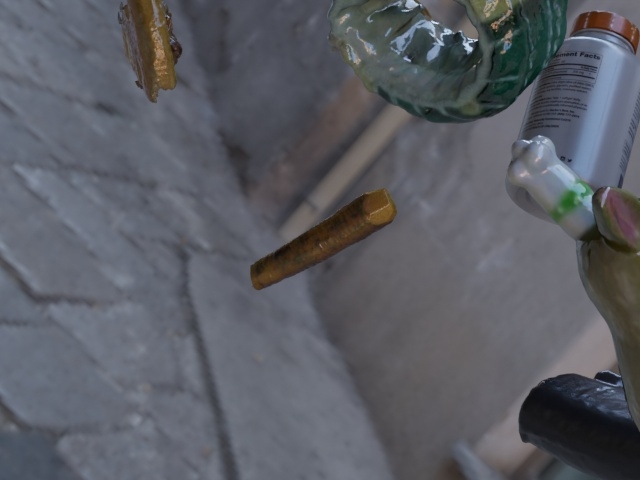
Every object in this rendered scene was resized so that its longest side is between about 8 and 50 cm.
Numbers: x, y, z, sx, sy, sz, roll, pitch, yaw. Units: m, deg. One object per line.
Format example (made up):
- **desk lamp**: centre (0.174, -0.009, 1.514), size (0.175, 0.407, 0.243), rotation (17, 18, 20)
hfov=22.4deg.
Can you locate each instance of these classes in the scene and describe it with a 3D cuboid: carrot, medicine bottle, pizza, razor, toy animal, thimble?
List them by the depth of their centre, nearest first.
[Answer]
- **toy animal**: centre (0.335, 0.041, 1.543), size (0.363, 0.180, 0.181), rotation (66, -18, -7)
- **carrot**: centre (0.000, 0.000, 1.652), size (0.042, 0.170, 0.042), rotation (53, 18, -25)
- **razor**: centre (0.403, 0.238, 1.900), size (0.326, 0.107, 0.189), rotation (12, 14, 42)
- **thimble**: centre (0.148, -0.278, 1.966), size (0.288, 0.167, 0.254), rotation (4, -55, 41)
- **pizza**: centre (-0.232, -0.269, 2.227), size (0.194, 0.069, 0.154), rotation (-162, -123, -77)
- **medicine bottle**: centre (0.366, -0.176, 2.257), size (0.157, 0.289, 0.157), rotation (16, -22, 7)
